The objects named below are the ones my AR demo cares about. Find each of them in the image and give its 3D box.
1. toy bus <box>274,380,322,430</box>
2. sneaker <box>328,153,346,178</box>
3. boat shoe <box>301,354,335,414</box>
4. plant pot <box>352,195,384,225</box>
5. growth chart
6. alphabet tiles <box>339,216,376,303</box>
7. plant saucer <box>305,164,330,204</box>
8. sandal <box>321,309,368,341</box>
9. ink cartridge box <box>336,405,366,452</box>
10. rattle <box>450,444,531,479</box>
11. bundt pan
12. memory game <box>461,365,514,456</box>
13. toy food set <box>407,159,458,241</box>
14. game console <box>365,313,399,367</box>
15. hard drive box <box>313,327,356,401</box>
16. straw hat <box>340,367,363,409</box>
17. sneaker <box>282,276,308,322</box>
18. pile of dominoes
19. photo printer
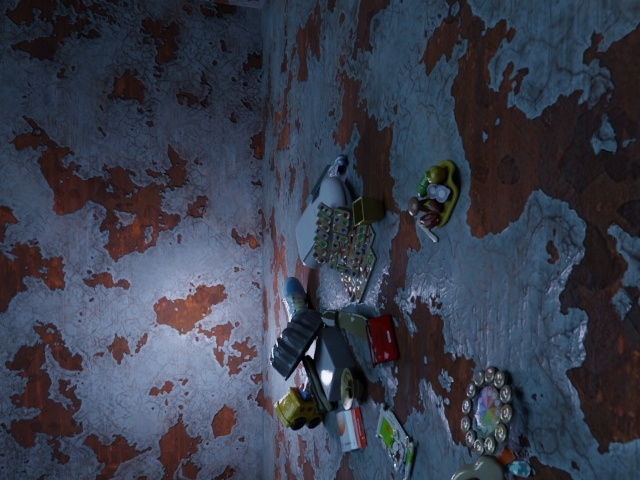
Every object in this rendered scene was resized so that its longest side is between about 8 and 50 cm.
[{"bbox_3d":[-0.065,0.733,2.112,0.211,0.220,0.149,-60,42,15],"label":"toy bus"},{"bbox_3d":[0.069,-0.277,1.845,0.135,0.052,0.058,113,147,-52],"label":"sneaker"},{"bbox_3d":[-0.034,0.621,1.978,0.257,0.095,0.095,64,-175,10],"label":"boat shoe"},{"bbox_3d":[0.160,-0.095,1.513,0.081,0.083,0.081,145,121,-69],"label":"plant pot"},{"bbox_3d":[0.229,0.624,1.437,0.237,0.021,0.172,-138,48,-67],"label":"growth chart"},{"bbox_3d":[0.130,0.055,1.731,0.285,0.011,0.342,-110,26,-46],"label":"alphabet tiles"},{"bbox_3d":[-0.010,-0.228,1.863,0.192,0.018,0.067,-63,5,-34],"label":"plant saucer"},{"bbox_3d":[0.121,0.288,1.654,0.240,0.079,0.088,10,103,37],"label":"sandal"},{"bbox_3d":[0.114,0.717,1.760,0.179,0.045,0.145,115,149,-58],"label":"ink cartridge box"},{"bbox_3d":[0.366,0.490,0.989,0.130,0.143,0.200,29,107,33],"label":"rattle"},{"bbox_3d":[-0.105,0.428,1.992,0.331,0.124,0.331,-56,-8,-13],"label":"bundt pan"},{"bbox_3d":[0.346,0.355,0.972,0.186,0.012,0.186,-162,90,-82],"label":"memory game"},{"bbox_3d":[0.273,-0.101,1.179,0.128,0.071,0.218,-113,28,-49],"label":"toy food set"},{"bbox_3d":[0.195,0.324,1.491,0.124,0.085,0.144,-21,63,24],"label":"game console"},{"bbox_3d":[0.051,0.494,1.870,0.232,0.089,0.181,-118,32,-56],"label":"hard drive box"},{"bbox_3d":[0.124,0.539,1.692,0.144,0.061,0.144,-174,90,-73],"label":"straw hat"},{"bbox_3d":[-0.098,0.326,2.278,0.208,0.127,0.319,146,112,-71],"label":"sneaker"},{"bbox_3d":[0.058,0.002,1.655,0.040,0.196,0.251,-37,-41,-58],"label":"pile of dominoes"},{"bbox_3d":[0.017,-0.081,1.807,0.307,0.107,0.256,-56,28,31],"label":"photo printer"}]
